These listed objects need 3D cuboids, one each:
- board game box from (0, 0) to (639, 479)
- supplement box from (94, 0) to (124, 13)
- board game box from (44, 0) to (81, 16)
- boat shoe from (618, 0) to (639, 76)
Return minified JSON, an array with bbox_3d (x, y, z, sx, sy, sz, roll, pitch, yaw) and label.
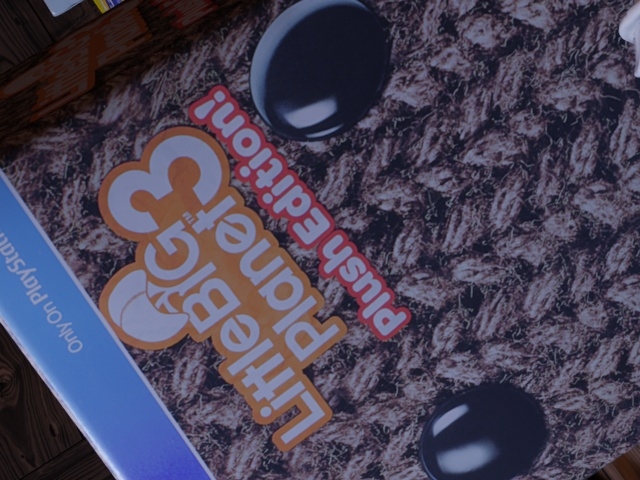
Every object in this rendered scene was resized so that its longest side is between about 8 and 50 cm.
[{"bbox_3d":[0.031,-0.016,0.458,0.232,0.291,0.141,59,174,-22],"label":"board game box"},{"bbox_3d":[-0.093,-0.253,0.735,0.356,0.195,0.194,53,173,36],"label":"supplement box"},{"bbox_3d":[-0.215,-0.341,1.176,0.097,0.224,0.303,63,173,-25],"label":"board game box"},{"bbox_3d":[0.136,-0.063,0.337,0.258,0.084,0.095,59,175,-19],"label":"boat shoe"}]
